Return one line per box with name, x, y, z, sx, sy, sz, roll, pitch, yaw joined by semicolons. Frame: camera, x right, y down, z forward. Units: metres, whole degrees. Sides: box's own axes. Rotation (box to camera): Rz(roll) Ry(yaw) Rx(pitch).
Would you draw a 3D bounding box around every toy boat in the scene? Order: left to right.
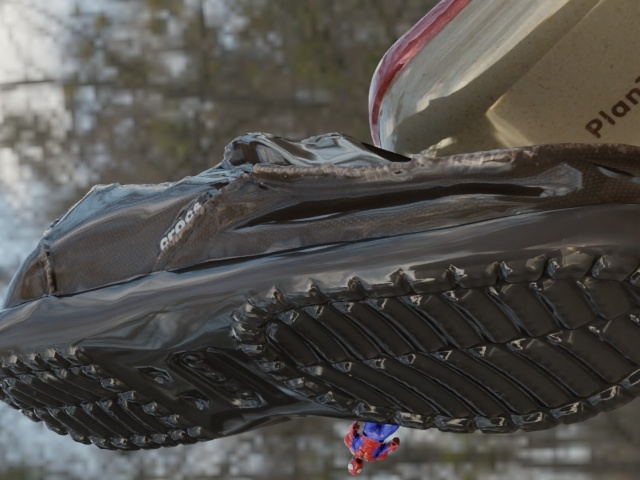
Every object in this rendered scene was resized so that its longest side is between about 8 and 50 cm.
toy boat;0.125;-0.102;0.948;0.151;0.231;0.151;37;-158;-27

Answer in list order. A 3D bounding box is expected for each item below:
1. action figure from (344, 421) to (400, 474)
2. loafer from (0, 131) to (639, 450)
action figure;0.040;0.132;1.409;0.115;0.038;0.030;115;174;-50
loafer;0.000;0.000;0.832;0.134;0.366;0.130;42;-129;-43
